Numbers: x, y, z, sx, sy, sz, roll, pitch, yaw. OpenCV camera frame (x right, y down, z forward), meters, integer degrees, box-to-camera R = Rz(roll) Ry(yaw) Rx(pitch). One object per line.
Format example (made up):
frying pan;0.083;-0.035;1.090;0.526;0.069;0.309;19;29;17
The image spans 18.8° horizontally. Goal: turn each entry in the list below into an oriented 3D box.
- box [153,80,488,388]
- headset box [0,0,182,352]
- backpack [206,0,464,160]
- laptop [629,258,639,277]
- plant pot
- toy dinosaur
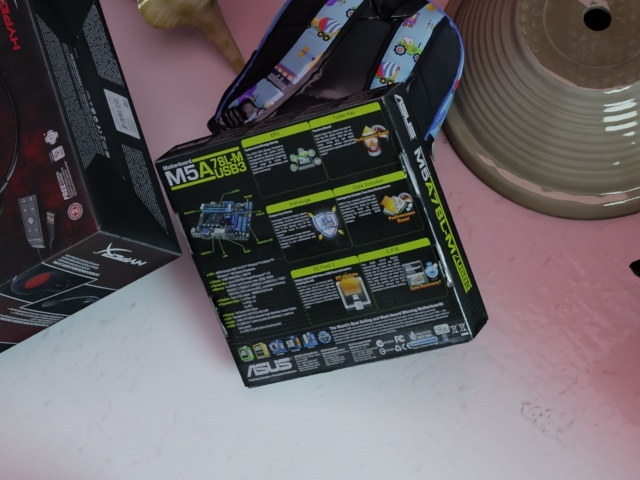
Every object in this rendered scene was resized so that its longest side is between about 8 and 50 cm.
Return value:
box;0.000;0.000;1.350;0.190;0.045;0.184;-15;102;28
headset box;-0.270;-0.029;1.372;0.293;0.110;0.218;-27;69;22
backpack;0.020;-0.105;1.432;0.158;0.117;0.173;26;75;10
laptop;0.361;0.108;1.332;0.234;0.136;0.264;-17;92;-44
plant pot;0.202;-0.142;1.444;0.237;0.110;0.237;0;72;1
toy dinosaur;-0.095;-0.192;1.462;0.092;0.183;0.053;-51;37;-5
